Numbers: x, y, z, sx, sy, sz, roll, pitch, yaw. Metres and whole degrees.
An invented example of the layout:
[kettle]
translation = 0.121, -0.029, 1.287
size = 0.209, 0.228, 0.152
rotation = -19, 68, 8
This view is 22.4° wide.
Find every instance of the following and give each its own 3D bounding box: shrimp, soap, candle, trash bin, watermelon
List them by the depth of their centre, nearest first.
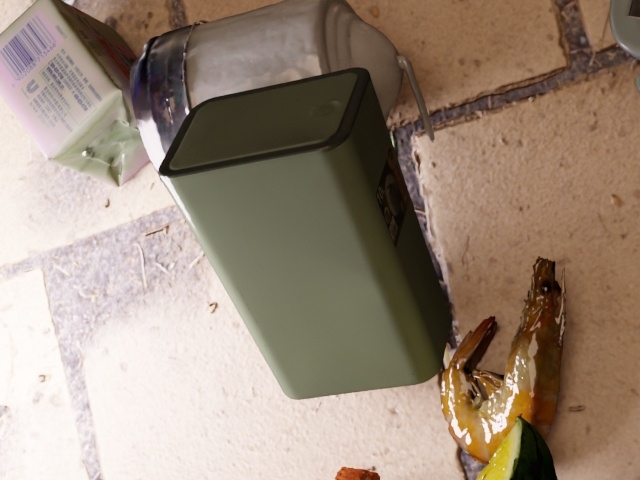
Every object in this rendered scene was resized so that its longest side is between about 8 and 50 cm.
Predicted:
[watermelon]
translation = 0.166, 0.336, 1.763
size = 0.301, 0.123, 0.129
rotation = -58, 39, 7
[trash bin]
translation = 0.000, 0.000, 1.815
size = 0.222, 0.343, 0.158
rotation = -10, 36, 23
[shrimp]
translation = 0.218, 0.137, 1.845
size = 0.150, 0.068, 0.249
rotation = 25, 97, 31
[candle]
translation = -0.043, -0.177, 1.929
size = 0.342, 0.221, 0.221
rotation = -14, 76, 18
[soap]
translation = -0.302, -0.189, 2.062
size = 0.138, 0.182, 0.199
rotation = -42, 67, 10

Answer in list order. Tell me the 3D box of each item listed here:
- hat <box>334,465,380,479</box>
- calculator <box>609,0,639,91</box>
[hat]
translation = 0.092, 0.326, 1.855
size = 0.162, 0.093, 0.112
rotation = 17, 114, 19
[calculator]
translation = 0.426, -0.291, 1.834
size = 0.185, 0.041, 0.299
rotation = 10, 84, 25
